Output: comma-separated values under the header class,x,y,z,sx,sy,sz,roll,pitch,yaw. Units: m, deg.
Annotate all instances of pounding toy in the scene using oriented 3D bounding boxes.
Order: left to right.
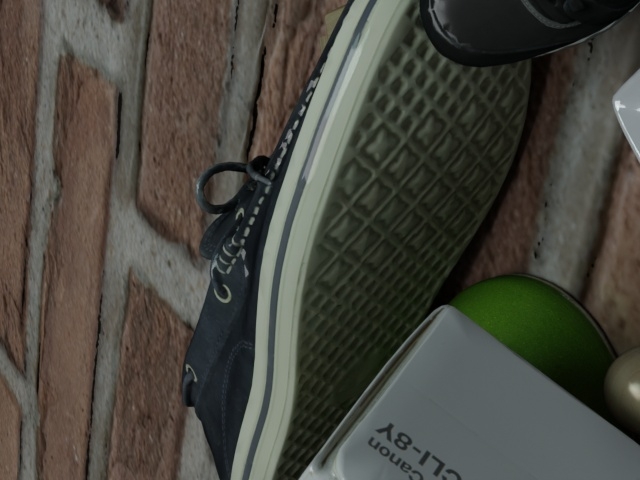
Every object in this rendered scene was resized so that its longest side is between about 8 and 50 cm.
class,x,y,z,sx,sy,sz,roll,pitch,yaw
pounding toy,0.114,0.125,0.818,0.237,0.110,0.183,21,115,53

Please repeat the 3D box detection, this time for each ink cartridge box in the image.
class,x,y,z,sx,sy,sz,roll,pitch,yaw
ink cartridge box,0.073,0.267,0.772,0.279,0.160,0.385,36,134,7

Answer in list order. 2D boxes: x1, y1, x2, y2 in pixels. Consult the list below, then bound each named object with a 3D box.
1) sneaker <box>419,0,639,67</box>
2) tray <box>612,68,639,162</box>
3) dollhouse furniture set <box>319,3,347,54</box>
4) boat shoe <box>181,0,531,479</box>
class,x,y,z,sx,sy,sz,roll,pitch,yaw
sneaker,0.146,-0.163,0.601,0.283,0.124,0.107,-28,95,34
tray,0.256,-0.002,0.650,0.145,0.030,0.270,-49,58,50
dollhouse furniture set,-0.036,-0.182,0.971,0.182,0.101,0.161,-9,91,56
boat shoe,0.000,0.000,0.896,0.156,0.186,0.500,48,140,31
